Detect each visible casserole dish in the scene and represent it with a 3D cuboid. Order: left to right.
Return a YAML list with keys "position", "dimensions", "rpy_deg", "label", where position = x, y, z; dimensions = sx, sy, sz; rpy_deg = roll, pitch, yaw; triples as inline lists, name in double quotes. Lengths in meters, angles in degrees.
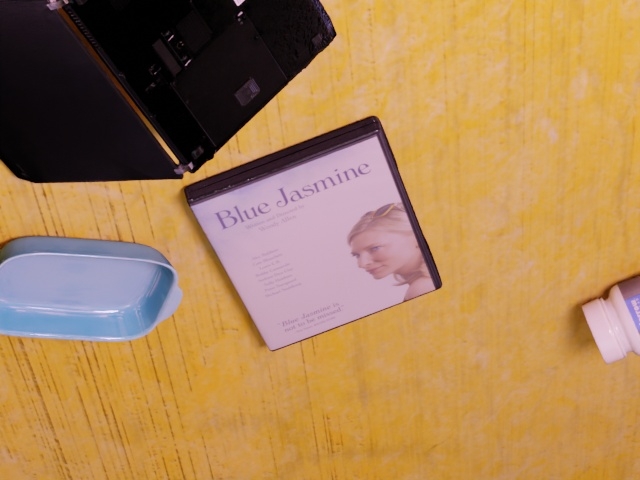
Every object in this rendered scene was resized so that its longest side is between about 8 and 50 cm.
- position: [-0.215, 0.039, 1.577]
  dimensions: [0.188, 0.037, 0.114]
  rpy_deg: [5, 137, -25]
  label: "casserole dish"

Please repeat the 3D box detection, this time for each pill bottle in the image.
- position: [0.337, 0.069, 1.789]
  dimensions: [0.137, 0.078, 0.078]
  rpy_deg: [-24, 141, 7]
  label: "pill bottle"

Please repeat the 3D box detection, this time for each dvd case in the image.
- position: [0.000, 0.000, 1.623]
  dimensions: [0.180, 0.022, 0.253]
  rpy_deg: [-20, 141, 4]
  label: "dvd case"

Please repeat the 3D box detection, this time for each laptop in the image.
- position: [-0.157, -0.166, 1.370]
  dimensions: [0.264, 0.136, 0.234]
  rpy_deg: [-44, 142, -7]
  label: "laptop"
